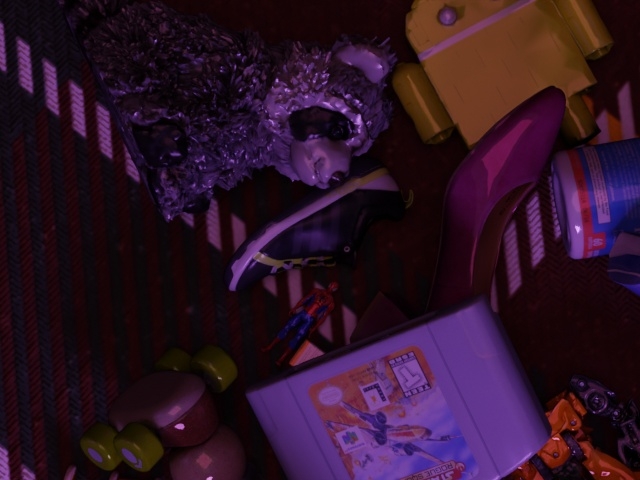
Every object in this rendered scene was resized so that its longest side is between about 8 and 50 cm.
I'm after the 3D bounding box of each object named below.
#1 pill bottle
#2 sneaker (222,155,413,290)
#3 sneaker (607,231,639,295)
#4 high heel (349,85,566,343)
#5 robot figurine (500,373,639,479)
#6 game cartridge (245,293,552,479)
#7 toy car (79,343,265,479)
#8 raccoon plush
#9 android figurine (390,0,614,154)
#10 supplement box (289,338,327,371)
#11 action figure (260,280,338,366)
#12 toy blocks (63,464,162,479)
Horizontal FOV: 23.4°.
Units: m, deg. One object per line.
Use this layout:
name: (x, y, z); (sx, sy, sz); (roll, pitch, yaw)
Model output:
pill bottle: (0.373, -0.056, 1.699); (0.221, 0.124, 0.124); (-10, 83, 3)
sneaker: (0.000, 0.000, 1.735); (0.234, 0.084, 0.097); (-36, 84, -1)
sneaker: (0.443, 0.117, 1.645); (0.315, 0.127, 0.182); (20, 93, -21)
high heel: (0.198, 0.024, 1.671); (0.181, 0.127, 0.377); (39, 111, 20)
robot figurine: (0.294, 0.293, 1.685); (0.211, 0.085, 0.291); (-35, 84, -1)
game cartridge: (0.085, 0.195, 1.649); (0.297, 0.062, 0.198); (-24, 93, 24)
toy car: (-0.138, 0.235, 1.700); (0.155, 0.149, 0.188); (-46, 110, -31)
raccoon plush: (-0.110, -0.234, 1.718); (0.299, 0.216, 0.446); (-26, 82, -8)
android figurine: (0.202, -0.212, 1.763); (0.248, 0.056, 0.273); (-26, 85, 0)
supplement box: (0.015, 0.154, 1.727); (0.098, 0.062, 0.036); (36, 87, 7)
action figure: (-0.019, 0.091, 1.755); (0.038, 0.030, 0.115); (40, 85, 12)
toy blocks: (-0.219, 0.322, 1.727); (0.148, 0.054, 0.123); (8, 83, 4)
